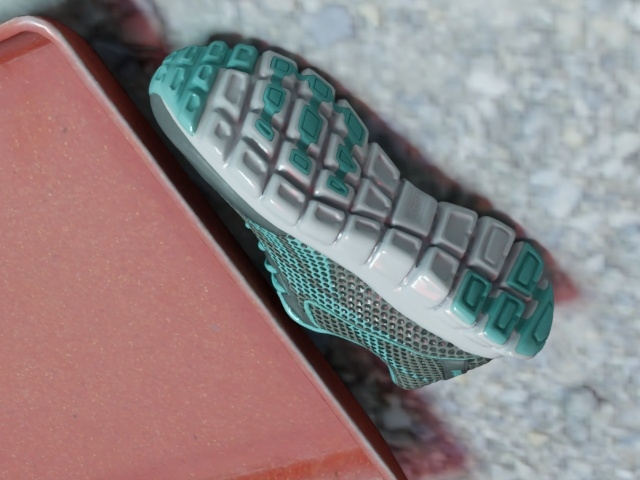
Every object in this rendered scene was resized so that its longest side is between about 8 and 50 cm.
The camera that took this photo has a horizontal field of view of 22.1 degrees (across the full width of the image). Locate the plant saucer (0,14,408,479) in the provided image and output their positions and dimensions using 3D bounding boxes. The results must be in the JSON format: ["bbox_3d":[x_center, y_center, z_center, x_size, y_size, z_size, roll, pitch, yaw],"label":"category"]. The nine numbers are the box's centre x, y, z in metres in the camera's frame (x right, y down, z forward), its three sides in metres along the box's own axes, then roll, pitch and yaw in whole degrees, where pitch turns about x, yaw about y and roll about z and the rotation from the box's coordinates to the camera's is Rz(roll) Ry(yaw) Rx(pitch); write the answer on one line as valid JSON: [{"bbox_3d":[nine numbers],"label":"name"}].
[{"bbox_3d":[-0.120,0.039,0.671,0.258,0.048,0.259,-18,120,33],"label":"plant saucer"}]

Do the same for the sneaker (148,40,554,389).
[{"bbox_3d":[0.000,0.000,0.581,0.166,0.065,0.076,39,136,-12],"label":"sneaker"}]
